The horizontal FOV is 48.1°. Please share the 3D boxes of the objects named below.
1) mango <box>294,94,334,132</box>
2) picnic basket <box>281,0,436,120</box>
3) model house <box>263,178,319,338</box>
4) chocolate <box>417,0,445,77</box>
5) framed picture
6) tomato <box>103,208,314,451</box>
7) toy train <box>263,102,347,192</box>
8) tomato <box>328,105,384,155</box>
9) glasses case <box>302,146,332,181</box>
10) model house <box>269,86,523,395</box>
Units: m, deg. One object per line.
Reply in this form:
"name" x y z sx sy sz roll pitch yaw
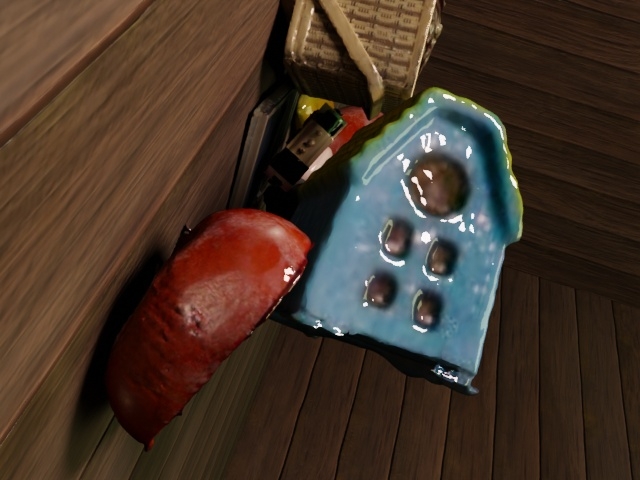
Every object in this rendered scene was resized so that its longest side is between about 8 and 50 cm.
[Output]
"mango" -0.013 -0.230 1.296 0.187 0.066 0.101 10 97 -79
"picnic basket" 0.062 -0.322 0.905 0.228 0.175 0.312 -17 121 -85
"model house" 0.001 0.002 1.075 0.298 0.284 0.243 -33 108 -62
"chocolate" 0.145 -0.459 1.448 0.225 0.210 0.340 93 14 -73
"framed picture" -0.079 -0.125 0.993 0.260 0.023 0.189 -69 179 -65
"tomato" -0.109 0.058 0.611 0.228 0.101 0.228 -53 -174 7
"toy train" -0.019 -0.126 0.959 0.138 0.050 0.087 -48 -171 0
"tomato" 0.067 -0.170 1.634 0.270 0.227 0.270 -4 90 -79
"glasses case" -0.042 -0.073 1.404 0.122 0.075 0.314 -52 172 -33
"model house" 0.074 -0.016 0.774 0.237 0.216 0.303 169 -62 -75
